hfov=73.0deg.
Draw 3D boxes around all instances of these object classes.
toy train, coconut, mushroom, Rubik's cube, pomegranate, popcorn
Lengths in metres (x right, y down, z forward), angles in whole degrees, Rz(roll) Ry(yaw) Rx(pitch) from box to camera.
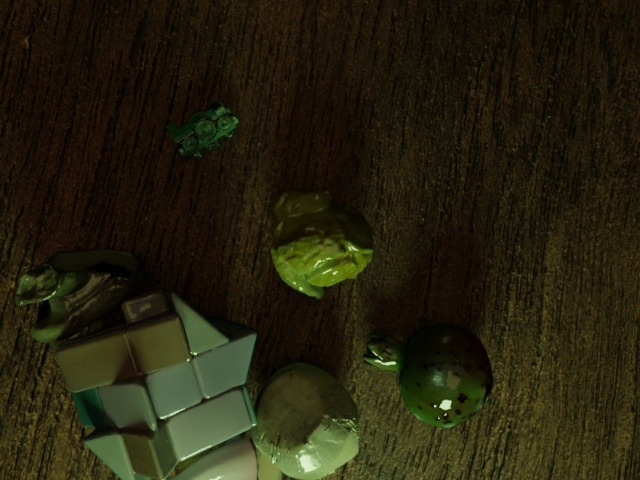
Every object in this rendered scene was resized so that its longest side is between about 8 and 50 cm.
[{"bbox_3d":[-0.303,-0.291,1.129,0.178,0.071,0.105,-34,78,-7],"label":"toy train"},{"bbox_3d":[-0.026,0.424,1.004,0.244,0.247,0.245,-11,54,15],"label":"coconut"},{"bbox_3d":[-0.515,0.120,0.966,0.217,0.292,0.212,5,86,-19],"label":"mushroom"},{"bbox_3d":[-0.331,0.287,0.934,0.367,0.387,0.359,-16,91,-25],"label":"Rubik's cube"},{"bbox_3d":[0.260,0.331,1.061,0.305,0.242,0.243,-9,85,13],"label":"pomegranate"},{"bbox_3d":[0.001,-0.007,1.064,0.276,0.276,0.225,43,118,-1],"label":"popcorn"}]

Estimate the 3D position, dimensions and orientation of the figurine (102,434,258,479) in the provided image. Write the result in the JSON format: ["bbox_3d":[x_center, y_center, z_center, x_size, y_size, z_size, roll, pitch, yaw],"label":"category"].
[{"bbox_3d":[-0.326,0.565,0.975,0.315,0.284,0.207,-5,77,-33],"label":"figurine"}]

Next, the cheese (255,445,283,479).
[{"bbox_3d":[-0.141,0.668,1.038,0.085,0.034,0.401,9,74,-10],"label":"cheese"}]
